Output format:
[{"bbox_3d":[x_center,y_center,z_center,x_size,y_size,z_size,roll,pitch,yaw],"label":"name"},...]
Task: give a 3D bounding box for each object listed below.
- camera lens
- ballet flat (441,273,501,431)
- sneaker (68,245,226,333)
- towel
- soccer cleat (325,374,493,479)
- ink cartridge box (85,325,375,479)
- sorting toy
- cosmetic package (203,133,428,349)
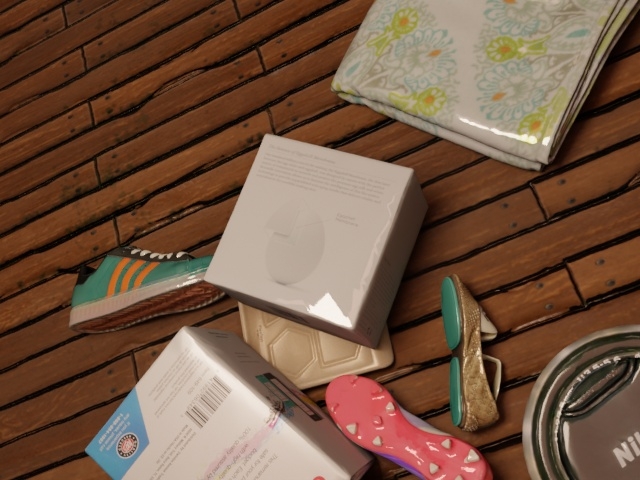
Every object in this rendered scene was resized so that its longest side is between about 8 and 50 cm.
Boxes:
[{"bbox_3d":[0.334,0.215,0.786,0.219,0.274,0.219,-7,71,19],"label":"camera lens"},{"bbox_3d":[0.200,0.145,0.989,0.067,0.073,0.206,1,74,-7],"label":"ballet flat"},{"bbox_3d":[-0.268,0.053,1.162,0.302,0.108,0.121,-16,67,22],"label":"sneaker"},{"bbox_3d":[0.237,-0.301,1.102,0.374,0.090,0.321,27,83,27],"label":"towel"},{"bbox_3d":[0.109,0.257,0.972,0.248,0.095,0.083,24,69,34],"label":"soccer cleat"},{"bbox_3d":[-0.103,0.272,0.952,0.270,0.197,0.198,39,91,15],"label":"ink cartridge box"},{"bbox_3d":[-0.011,0.115,1.092,0.208,0.038,0.193,-16,68,11],"label":"sorting toy"},{"bbox_3d":[0.000,0.000,1.031,0.224,0.138,0.225,17,78,22],"label":"cosmetic package"}]
